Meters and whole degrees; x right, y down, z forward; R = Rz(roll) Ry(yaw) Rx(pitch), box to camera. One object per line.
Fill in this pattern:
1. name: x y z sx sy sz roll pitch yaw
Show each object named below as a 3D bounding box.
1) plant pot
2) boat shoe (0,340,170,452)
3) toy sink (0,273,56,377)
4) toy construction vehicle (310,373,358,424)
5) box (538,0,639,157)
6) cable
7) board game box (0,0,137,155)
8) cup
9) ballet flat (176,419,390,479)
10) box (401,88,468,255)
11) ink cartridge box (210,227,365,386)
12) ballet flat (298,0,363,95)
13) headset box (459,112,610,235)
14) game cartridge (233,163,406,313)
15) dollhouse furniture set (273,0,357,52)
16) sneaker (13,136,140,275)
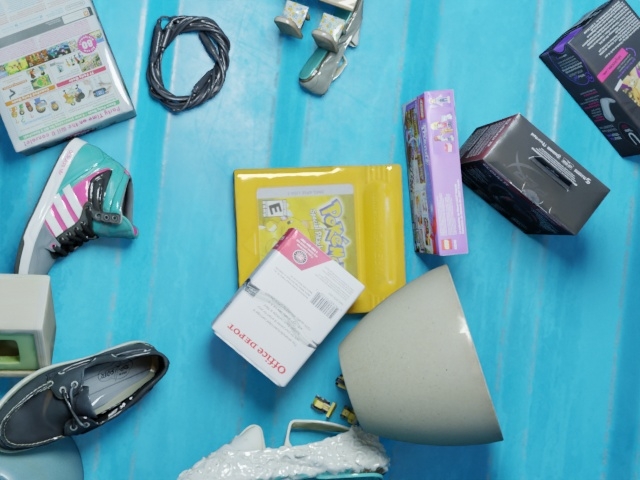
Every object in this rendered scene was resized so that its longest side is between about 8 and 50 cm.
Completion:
1. plant pot: -0.577 0.446 1.729 0.290 0.195 0.290 0 91 -7
2. boat shoe: -0.409 0.273 1.713 0.340 0.113 0.127 -19 101 -38
3. toy sink: -0.594 0.153 1.719 0.234 0.153 0.131 3 48 -8
4. toy construction vehicle: 0.044 0.308 1.885 0.098 0.035 0.086 31 87 -7
5. box: 0.577 -0.309 1.876 0.143 0.165 0.270 -41 96 -5
6. cable: -0.247 -0.329 1.837 0.150 0.047 0.184 8 87 -12
7. board game box: -0.494 -0.334 1.776 0.224 0.097 0.303 -21 92 -5
8. cup: 0.168 0.234 1.777 0.237 0.331 0.331 -18 93 7
9. ballet flat: -0.075 0.408 1.840 0.409 0.147 0.147 -3 91 -11
10. box: 0.209 -0.121 1.816 0.057 0.201 0.293 -6 92 -7
11. ink cartridge box: -0.063 0.120 1.787 0.172 0.100 0.237 40 85 -7
12. ballet flat: 0.034 -0.373 1.865 0.068 0.072 0.213 33 87 -34
13. headset box: 0.376 -0.115 1.790 0.218 0.293 0.110 39 86 -5
14. game cartridge: 0.000 0.000 1.867 0.323 0.052 0.285 -3 92 -6
15. dollhouse furniture set: -0.042 -0.492 1.764 0.242 0.161 0.212 21 88 10
16. sneaker: -0.424 -0.021 1.782 0.178 0.124 0.295 22 87 2
